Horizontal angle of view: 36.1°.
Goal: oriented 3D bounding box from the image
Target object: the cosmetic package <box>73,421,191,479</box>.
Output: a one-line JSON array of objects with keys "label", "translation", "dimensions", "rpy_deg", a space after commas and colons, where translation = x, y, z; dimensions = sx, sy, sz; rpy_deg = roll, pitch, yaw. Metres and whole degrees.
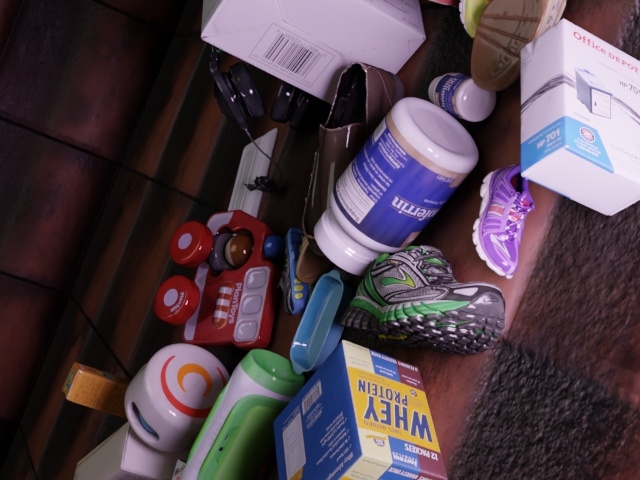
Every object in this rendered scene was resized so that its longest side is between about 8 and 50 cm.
[{"label": "cosmetic package", "translation": [-0.402, 0.496, 2.086], "dimensions": [0.309, 0.160, 0.113], "rpy_deg": [-40, 36, 45]}]

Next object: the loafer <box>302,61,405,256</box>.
[{"label": "loafer", "translation": [0.034, -0.151, 1.703], "dimensions": [0.134, 0.130, 0.366], "rpy_deg": [0, 67, 38]}]

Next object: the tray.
[{"label": "tray", "translation": [-0.169, -0.126, 2.266], "dimensions": [0.145, 0.030, 0.270], "rpy_deg": [-21, 52, 57]}]

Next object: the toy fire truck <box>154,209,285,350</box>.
[{"label": "toy fire truck", "translation": [-0.178, 0.080, 2.001], "dimensions": [0.254, 0.169, 0.302], "rpy_deg": [-5, 63, 35]}]

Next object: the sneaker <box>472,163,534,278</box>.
[{"label": "sneaker", "translation": [0.247, -0.032, 1.299], "dimensions": [0.071, 0.068, 0.170], "rpy_deg": [-28, 45, 47]}]

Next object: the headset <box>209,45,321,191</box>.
[{"label": "headset", "translation": [-0.112, -0.300, 2.091], "dimensions": [0.185, 0.243, 0.394], "rpy_deg": [-104, 17, -90]}]

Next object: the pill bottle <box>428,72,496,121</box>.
[{"label": "pill bottle", "translation": [0.214, -0.224, 1.516], "dimensions": [0.067, 0.067, 0.120], "rpy_deg": [-66, 25, 6]}]

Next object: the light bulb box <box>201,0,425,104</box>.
[{"label": "light bulb box", "translation": [-0.018, -0.487, 1.856], "dimensions": [0.225, 0.358, 0.361], "rpy_deg": [-46, 32, 36]}]

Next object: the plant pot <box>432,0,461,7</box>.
[{"label": "plant pot", "translation": [0.185, -0.530, 1.623], "dimensions": [0.275, 0.275, 0.243], "rpy_deg": [-125, 49, -61]}]

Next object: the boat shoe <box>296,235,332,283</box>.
[{"label": "boat shoe", "translation": [0.000, 0.000, 1.789], "dimensions": [0.170, 0.063, 0.059], "rpy_deg": [-63, 21, -10]}]

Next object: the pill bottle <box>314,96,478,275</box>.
[{"label": "pill bottle", "translation": [0.108, -0.077, 1.511], "dimensions": [0.264, 0.153, 0.153], "rpy_deg": [-53, 29, 32]}]

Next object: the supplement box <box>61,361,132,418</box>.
[{"label": "supplement box", "translation": [-0.460, 0.352, 2.228], "dimensions": [0.078, 0.233, 0.080], "rpy_deg": [18, 87, 65]}]

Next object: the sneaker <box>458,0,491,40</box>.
[{"label": "sneaker", "translation": [0.282, -0.400, 1.506], "dimensions": [0.094, 0.081, 0.208], "rpy_deg": [7, 76, 63]}]

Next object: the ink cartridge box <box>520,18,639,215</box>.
[{"label": "ink cartridge box", "translation": [0.313, -0.145, 1.163], "dimensions": [0.082, 0.140, 0.190], "rpy_deg": [-36, 40, 51]}]

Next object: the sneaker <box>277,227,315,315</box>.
[{"label": "sneaker", "translation": [-0.051, 0.055, 1.833], "dimensions": [0.078, 0.067, 0.188], "rpy_deg": [-36, 42, 40]}]

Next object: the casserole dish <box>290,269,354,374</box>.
[{"label": "casserole dish", "translation": [0.006, 0.144, 1.684], "dimensions": [0.188, 0.037, 0.114], "rpy_deg": [-68, 24, 0]}]

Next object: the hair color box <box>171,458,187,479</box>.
[{"label": "hair color box", "translation": [-0.268, 0.521, 1.920], "dimensions": [0.093, 0.053, 0.167], "rpy_deg": [-3, 69, 65]}]

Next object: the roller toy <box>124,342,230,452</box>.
[{"label": "roller toy", "translation": [-0.283, 0.313, 1.949], "dimensions": [0.146, 0.191, 0.209], "rpy_deg": [-46, 33, 41]}]

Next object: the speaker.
[{"label": "speaker", "translation": [-0.141, 0.341, 1.714], "dimensions": [0.296, 0.131, 0.131], "rpy_deg": [-62, 25, 13]}]

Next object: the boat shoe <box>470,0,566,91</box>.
[{"label": "boat shoe", "translation": [0.312, -0.343, 1.414], "dimensions": [0.104, 0.089, 0.285], "rpy_deg": [37, 108, 38]}]

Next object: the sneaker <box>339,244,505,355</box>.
[{"label": "sneaker", "translation": [0.137, 0.070, 1.358], "dimensions": [0.343, 0.134, 0.146], "rpy_deg": [-1, 69, 64]}]

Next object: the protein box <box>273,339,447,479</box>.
[{"label": "protein box", "translation": [0.046, 0.289, 1.362], "dimensions": [0.200, 0.136, 0.201], "rpy_deg": [-53, 29, 30]}]
